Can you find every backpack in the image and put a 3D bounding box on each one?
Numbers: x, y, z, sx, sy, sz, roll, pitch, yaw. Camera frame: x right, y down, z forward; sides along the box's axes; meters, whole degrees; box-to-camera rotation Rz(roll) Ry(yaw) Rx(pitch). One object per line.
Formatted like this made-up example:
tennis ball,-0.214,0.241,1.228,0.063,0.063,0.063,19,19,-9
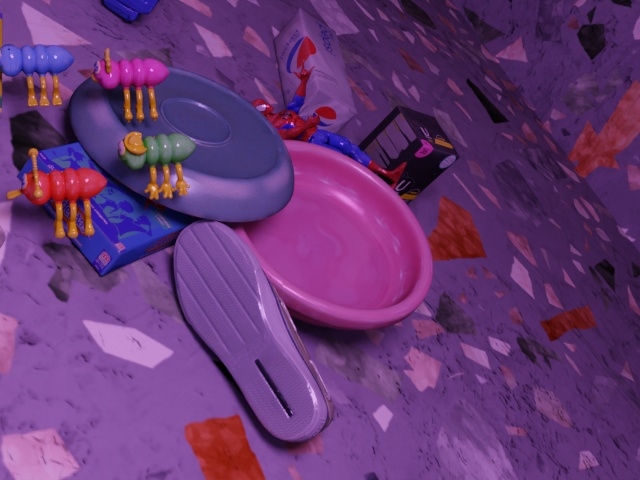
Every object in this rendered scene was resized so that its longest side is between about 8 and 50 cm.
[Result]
backpack,-0.299,-0.418,1.466,0.098,0.101,0.120,38,26,-18

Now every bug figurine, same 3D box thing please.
bug figurine,-0.265,-0.142,1.046,0.216,0.072,0.279,-9,59,-23

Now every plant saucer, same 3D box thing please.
plant saucer,0.000,0.000,1.296,0.332,0.084,0.332,19,41,-18
plant saucer,-0.171,-0.145,1.205,0.318,0.043,0.317,22,32,-15

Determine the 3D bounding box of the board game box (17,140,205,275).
board game box,-0.246,-0.056,1.134,0.160,0.047,0.210,48,28,6

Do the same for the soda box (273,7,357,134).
soda box,-0.014,-0.315,1.720,0.098,0.091,0.286,27,34,-30

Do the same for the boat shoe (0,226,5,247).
boat shoe,-0.425,-0.021,0.800,0.091,0.109,0.305,56,24,19

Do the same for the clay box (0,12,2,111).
clay box,-0.443,-0.214,1.069,0.127,0.053,0.222,22,36,-38

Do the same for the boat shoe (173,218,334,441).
boat shoe,-0.084,0.112,1.107,0.302,0.109,0.094,61,7,18

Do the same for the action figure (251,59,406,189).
action figure,0.017,-0.187,1.510,0.280,0.139,0.091,26,47,2

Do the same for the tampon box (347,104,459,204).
tampon box,0.143,-0.145,1.641,0.120,0.161,0.101,7,48,-48
